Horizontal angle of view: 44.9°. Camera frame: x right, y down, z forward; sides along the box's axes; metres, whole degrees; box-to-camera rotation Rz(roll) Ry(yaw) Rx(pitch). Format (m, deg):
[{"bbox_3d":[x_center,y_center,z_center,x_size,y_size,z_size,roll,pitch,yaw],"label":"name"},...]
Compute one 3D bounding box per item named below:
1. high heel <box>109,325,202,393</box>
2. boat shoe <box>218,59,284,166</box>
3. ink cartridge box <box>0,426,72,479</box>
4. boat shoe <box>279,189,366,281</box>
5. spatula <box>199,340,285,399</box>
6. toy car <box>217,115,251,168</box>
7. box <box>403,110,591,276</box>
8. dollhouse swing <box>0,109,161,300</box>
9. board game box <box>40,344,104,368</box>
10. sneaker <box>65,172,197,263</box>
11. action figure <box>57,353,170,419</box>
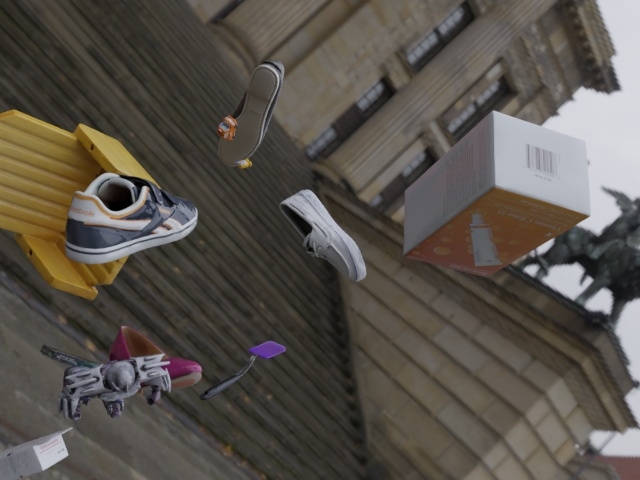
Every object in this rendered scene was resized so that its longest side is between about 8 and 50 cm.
[{"bbox_3d":[-0.411,0.275,1.888,0.127,0.181,0.377,9,-18,-44],"label":"high heel"},{"bbox_3d":[-0.183,-0.351,2.154,0.112,0.335,0.095,31,33,2],"label":"boat shoe"},{"bbox_3d":[-0.630,0.473,1.690,0.104,0.180,0.060,-15,85,-77],"label":"ink cartridge box"},{"bbox_3d":[0.000,0.000,1.726,0.258,0.084,0.095,50,-30,27],"label":"boat shoe"},{"bbox_3d":[-0.216,0.357,2.137,0.084,0.296,0.030,15,-52,41],"label":"spatula"},{"bbox_3d":[-0.199,-0.227,1.794,0.122,0.041,0.060,56,-40,9],"label":"toy car"},{"bbox_3d":[0.340,-0.078,1.556,0.215,0.168,0.345,14,-27,-18],"label":"box"},{"bbox_3d":[-0.637,-0.087,1.840,0.315,0.346,0.305,44,16,30],"label":"dollhouse swing"},{"bbox_3d":[-0.662,0.335,2.126,0.186,0.026,0.126,28,-13,-31],"label":"board game box"},{"bbox_3d":[-0.325,-0.059,1.403,0.126,0.127,0.321,14,20,20],"label":"sneaker"},{"bbox_3d":[-0.354,0.249,1.307,0.285,0.185,0.099,-27,-116,60],"label":"action figure"}]
